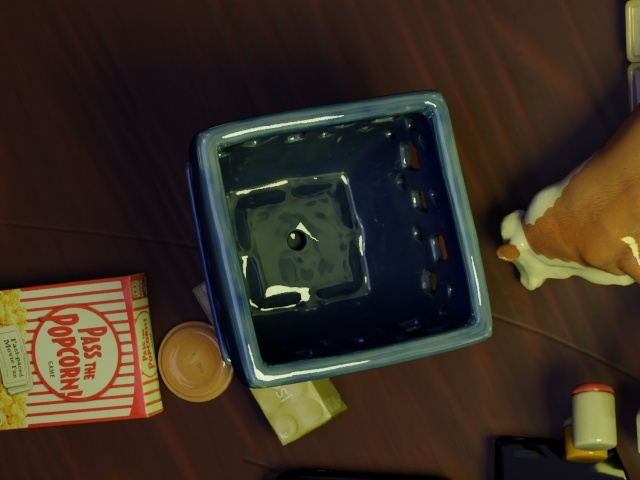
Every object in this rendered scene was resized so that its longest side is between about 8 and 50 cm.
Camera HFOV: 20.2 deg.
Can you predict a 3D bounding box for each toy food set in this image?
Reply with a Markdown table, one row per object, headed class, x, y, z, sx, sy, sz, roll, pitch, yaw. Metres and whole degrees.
| class | x | y | z | sx | sy | sz | roll | pitch | yaw |
| --- | --- | --- | --- | --- | --- | --- | --- | --- | --- |
| toy food set | 0.314 | 0.132 | 1.612 | 0.232 | 0.111 | 0.105 | -12 | 68 | 33 |

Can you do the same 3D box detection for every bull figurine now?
| class | x | y | z | sx | sy | sz | roll | pitch | yaw |
| --- | --- | --- | --- | --- | --- | --- | --- | --- | --- |
| bull figurine | 0.302 | -0.034 | 1.627 | 0.188 | 0.101 | 0.310 | 41 | 117 | 4 |

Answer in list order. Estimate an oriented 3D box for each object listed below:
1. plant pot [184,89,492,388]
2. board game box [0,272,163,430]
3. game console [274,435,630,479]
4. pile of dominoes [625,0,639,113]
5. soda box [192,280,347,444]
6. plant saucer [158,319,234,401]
| class | x | y | z | sx | sy | sz | roll | pitch | yaw |
| --- | --- | --- | --- | --- | --- | --- | --- | --- | --- |
| plant pot | 0.000 | 0.000 | 1.654 | 0.236 | 0.212 | 0.236 | -11 | 91 | -14 |
| board game box | -0.267 | 0.116 | 1.856 | 0.193 | 0.045 | 0.147 | -7 | 91 | 17 |
| game console | 0.125 | 0.296 | 1.750 | 0.361 | 0.044 | 0.213 | 1 | 94 | 18 |
| pile of dominoes | 0.384 | -0.120 | 1.652 | 0.196 | 0.040 | 0.251 | 0 | 100 | 22 |
| soda box | -0.050 | 0.108 | 1.783 | 0.061 | 0.058 | 0.181 | -32 | 83 | 16 |
| plant saucer | -0.127 | 0.123 | 1.830 | 0.083 | 0.013 | 0.083 | 1 | 95 | 17 |
